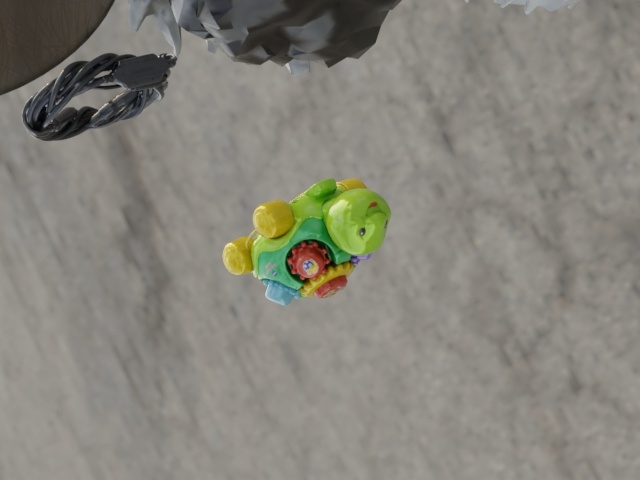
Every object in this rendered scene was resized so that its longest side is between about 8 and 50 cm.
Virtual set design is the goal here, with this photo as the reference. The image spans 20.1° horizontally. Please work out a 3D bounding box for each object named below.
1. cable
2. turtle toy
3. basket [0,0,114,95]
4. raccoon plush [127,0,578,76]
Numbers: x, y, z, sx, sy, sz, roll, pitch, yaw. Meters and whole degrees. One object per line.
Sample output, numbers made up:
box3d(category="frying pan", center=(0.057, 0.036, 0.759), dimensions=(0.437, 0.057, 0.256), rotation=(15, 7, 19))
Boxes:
box3d(category="cable", center=(-0.248, -0.155, 1.956), dimensions=(0.150, 0.184, 0.047), rotation=(-36, 77, 54))
box3d(category="turtle toy", center=(0.000, 0.000, 1.222), dimensions=(0.066, 0.095, 0.130), rotation=(60, 140, 15))
box3d(category="basket", center=(-0.184, -0.212, 0.921), dimensions=(0.154, 0.204, 0.227), rotation=(24, 145, 12))
box3d(category="raccoon plush", center=(-0.027, -0.226, 0.484), dimensions=(0.446, 0.216, 0.299), rotation=(45, -164, 5))
